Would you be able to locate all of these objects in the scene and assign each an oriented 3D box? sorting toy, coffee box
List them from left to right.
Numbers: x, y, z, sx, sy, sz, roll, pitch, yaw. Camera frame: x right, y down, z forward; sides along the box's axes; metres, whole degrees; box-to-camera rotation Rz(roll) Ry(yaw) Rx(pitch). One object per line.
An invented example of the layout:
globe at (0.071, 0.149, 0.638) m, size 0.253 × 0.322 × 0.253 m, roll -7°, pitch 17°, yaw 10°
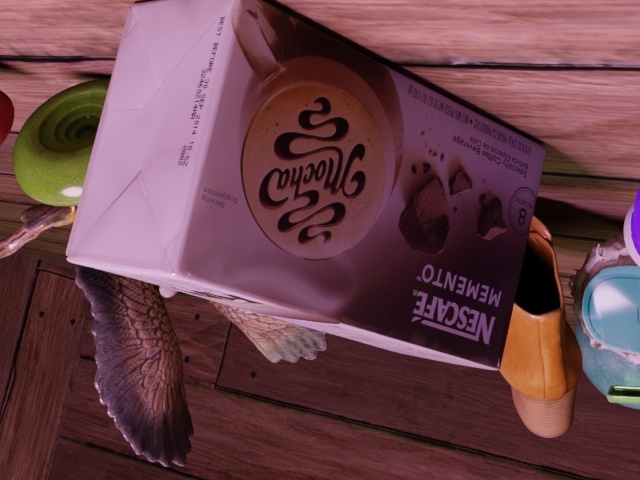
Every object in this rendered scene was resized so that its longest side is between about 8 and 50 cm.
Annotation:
sorting toy at (-0.213, -0.113, 0.911) m, size 0.365 × 0.127 × 0.126 m, roll 6°, pitch 141°, yaw 25°
coffee box at (0.004, -0.027, 0.793) m, size 0.297 × 0.168 × 0.119 m, roll 20°, pitch 170°, yaw -42°

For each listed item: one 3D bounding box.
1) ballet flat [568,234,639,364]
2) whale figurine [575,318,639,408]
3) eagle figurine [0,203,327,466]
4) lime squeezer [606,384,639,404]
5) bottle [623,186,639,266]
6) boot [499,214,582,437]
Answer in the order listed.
ballet flat at (0.414, 0.056, 0.990) m, size 0.408 × 0.147 × 0.147 m, roll 13°, pitch 173°, yaw 23°
whale figurine at (0.425, 0.134, 1.383) m, size 0.272 × 0.141 × 0.216 m, roll 13°, pitch 172°, yaw -2°
eagle figurine at (-0.156, 0.039, 1.217) m, size 0.298 × 0.226 × 0.225 m, roll 48°, pitch -154°, yaw 20°
lime squeezer at (0.346, 0.090, 0.903) m, size 0.110 × 0.059 × 0.310 m, roll 26°, pitch 142°, yaw -12°
bottle at (0.248, -0.022, 0.694) m, size 0.118 × 0.092 × 0.283 m, roll 14°, pitch 173°, yaw -1°
boot at (0.163, 0.023, 1.134) m, size 0.104 × 0.295 × 0.211 m, roll -20°, pitch 135°, yaw -7°
